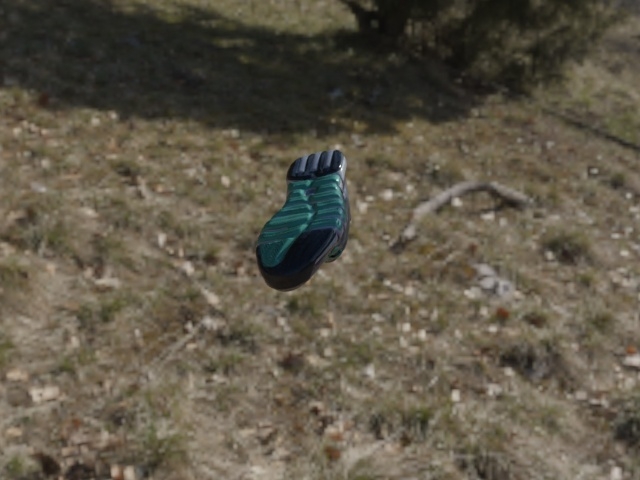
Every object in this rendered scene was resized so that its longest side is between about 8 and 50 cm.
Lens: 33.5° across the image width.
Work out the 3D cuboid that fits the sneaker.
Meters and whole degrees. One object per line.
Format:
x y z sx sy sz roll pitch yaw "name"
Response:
0.000 0.000 1.048 0.083 0.098 0.224 -8 31 18 "sneaker"
